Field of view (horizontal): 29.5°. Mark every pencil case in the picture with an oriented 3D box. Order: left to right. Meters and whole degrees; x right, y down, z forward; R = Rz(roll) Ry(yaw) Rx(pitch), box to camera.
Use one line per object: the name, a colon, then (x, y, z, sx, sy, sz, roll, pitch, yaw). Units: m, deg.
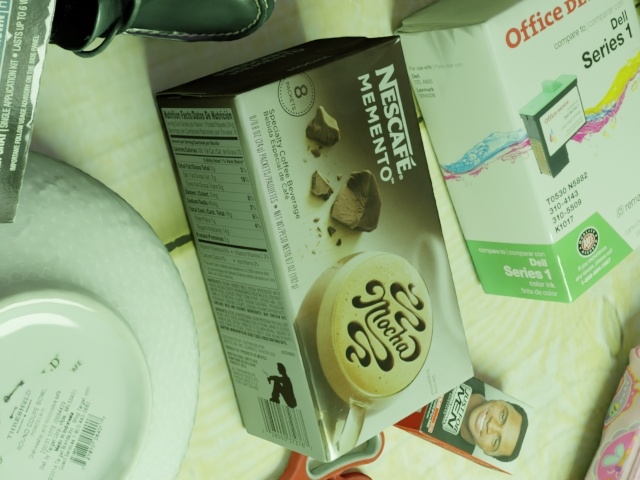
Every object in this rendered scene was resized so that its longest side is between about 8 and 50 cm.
pencil case: (0.335, 0.255, 1.267, 0.124, 0.124, 0.284, 36, 73, -35)

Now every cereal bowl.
cereal bowl: (-0.215, 0.102, 0.799, 0.339, 0.141, 0.339, -3, 95, -38)

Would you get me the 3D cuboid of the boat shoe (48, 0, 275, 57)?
boat shoe: (-0.171, -0.177, 0.794, 0.340, 0.127, 0.113, 17, 47, -37)

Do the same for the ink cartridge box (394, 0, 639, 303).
ink cartridge box: (0.213, -0.113, 1.137, 0.201, 0.117, 0.278, -34, 114, -32)

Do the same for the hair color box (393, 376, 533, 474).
hair color box: (0.135, 0.166, 1.148, 0.141, 0.043, 0.072, 29, 75, -38)

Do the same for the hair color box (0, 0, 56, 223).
hair color box: (-0.326, -0.103, 0.630, 0.347, 0.105, 0.174, 0, 126, -28)

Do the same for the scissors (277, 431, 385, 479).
scissors: (-0.058, 0.227, 1.016, 0.297, 0.021, 0.109, -12, 104, -37)

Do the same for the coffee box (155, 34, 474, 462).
coffee box: (0.000, 0.000, 0.975, 0.168, 0.119, 0.297, -24, 109, -34)
